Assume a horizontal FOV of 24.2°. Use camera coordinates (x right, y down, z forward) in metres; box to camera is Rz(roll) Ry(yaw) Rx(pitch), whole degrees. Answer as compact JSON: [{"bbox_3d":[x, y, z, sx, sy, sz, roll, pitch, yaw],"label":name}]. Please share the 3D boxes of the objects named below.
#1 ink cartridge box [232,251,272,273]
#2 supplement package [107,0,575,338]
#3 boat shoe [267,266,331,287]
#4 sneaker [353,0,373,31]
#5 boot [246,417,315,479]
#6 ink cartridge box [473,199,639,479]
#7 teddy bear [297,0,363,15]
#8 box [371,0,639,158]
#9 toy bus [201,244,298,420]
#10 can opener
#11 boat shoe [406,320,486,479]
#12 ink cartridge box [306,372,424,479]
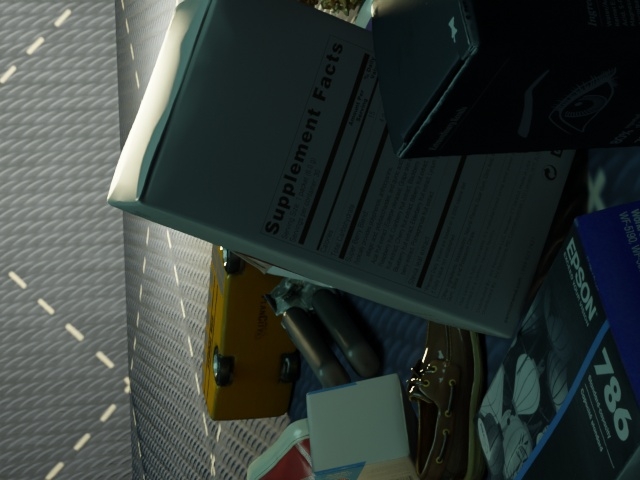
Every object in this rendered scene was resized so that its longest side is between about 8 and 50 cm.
[{"bbox_3d":[-0.083,-0.115,1.669,0.223,0.129,0.307,-56,19,0],"label":"ink cartridge box"},{"bbox_3d":[0.012,-0.058,1.122,0.177,0.293,0.175,-174,104,-75],"label":"supplement package"},{"bbox_3d":[0.000,0.000,1.632,0.267,0.096,0.088,-166,78,-73],"label":"boat shoe"},{"bbox_3d":[0.060,-0.103,1.383,0.283,0.107,0.124,107,149,-52],"label":"sneaker"},{"bbox_3d":[-0.023,0.337,1.791,0.244,0.088,0.176,120,143,-57],"label":"boot"},{"bbox_3d":[0.191,0.104,1.010,0.333,0.065,0.165,108,156,-50],"label":"ink cartridge box"},{"bbox_3d":[-0.046,-0.362,1.498,0.245,0.113,0.338,-5,83,30],"label":"teddy bear"},{"bbox_3d":[0.149,-0.126,0.847,0.153,0.207,0.108,126,139,-66],"label":"box"},{"bbox_3d":[-0.086,0.085,1.932,0.130,0.108,0.333,-110,23,-54],"label":"toy bus"},{"bbox_3d":[0.007,0.109,1.711,0.095,0.076,0.283,59,177,-26],"label":"can opener"},{"bbox_3d":[0.108,0.128,1.316,0.064,0.060,0.178,170,97,-75],"label":"boat shoe"},{"bbox_3d":[0.051,0.206,1.401,0.143,0.092,0.090,66,-166,-51],"label":"ink cartridge box"}]
